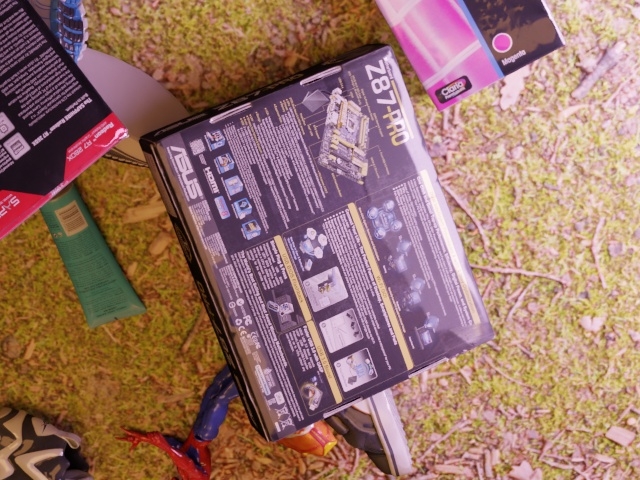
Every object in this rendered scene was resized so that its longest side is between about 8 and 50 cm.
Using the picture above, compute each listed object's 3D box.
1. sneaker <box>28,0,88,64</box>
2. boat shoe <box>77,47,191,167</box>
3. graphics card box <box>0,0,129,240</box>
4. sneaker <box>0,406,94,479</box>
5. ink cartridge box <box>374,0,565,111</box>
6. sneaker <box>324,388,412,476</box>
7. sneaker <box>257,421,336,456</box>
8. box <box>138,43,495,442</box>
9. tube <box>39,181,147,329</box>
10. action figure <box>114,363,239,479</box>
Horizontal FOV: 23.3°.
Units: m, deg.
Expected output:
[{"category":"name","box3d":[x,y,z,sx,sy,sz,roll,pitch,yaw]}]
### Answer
[{"category":"sneaker","box3d":[-0.329,-0.287,1.827,0.083,0.071,0.190,-11,82,18]},{"category":"boat shoe","box3d":[-0.323,-0.153,1.890,0.341,0.127,0.158,29,132,-17]},{"category":"graphics card box","box3d":[-0.414,-0.191,1.690,0.233,0.094,0.371,-43,106,-23]},{"category":"sneaker","box3d":[-0.383,0.348,2.105,0.153,0.094,0.234,13,103,3]},{"category":"ink cartridge box","box3d":[0.128,-0.349,1.824,0.176,0.069,0.371,-28,109,11]},{"category":"sneaker","box3d":[0.017,0.172,2.017,0.128,0.126,0.321,-21,101,4]},{"category":"sneaker","box3d":[-0.034,0.254,2.028,0.064,0.175,0.067,-45,106,-11]},{"category":"box","box3d":[0.000,0.000,1.867,0.318,0.097,0.394,-24,103,-12]},{"category":"tube","box3d":[-0.300,0.022,1.992,0.080,0.052,0.207,-16,118,12]},{"category":"action figure","box3d":[-0.182,0.228,2.058,0.139,0.091,0.280,15,112,-14]}]
